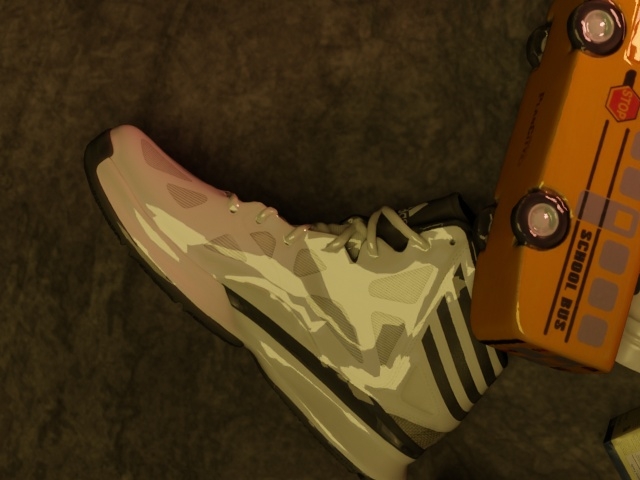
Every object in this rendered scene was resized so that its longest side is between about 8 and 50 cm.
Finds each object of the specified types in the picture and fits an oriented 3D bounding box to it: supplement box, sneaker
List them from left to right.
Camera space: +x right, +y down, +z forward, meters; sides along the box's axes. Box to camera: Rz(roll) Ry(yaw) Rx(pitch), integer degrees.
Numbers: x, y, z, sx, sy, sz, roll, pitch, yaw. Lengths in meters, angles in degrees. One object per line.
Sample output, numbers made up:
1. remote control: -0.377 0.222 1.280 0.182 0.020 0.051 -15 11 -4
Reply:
1. sneaker: 0.000 0.000 1.404 0.447 0.169 0.257 45 100 -4
2. supplement box: 0.317 0.187 1.363 0.083 0.083 0.056 -28 91 18

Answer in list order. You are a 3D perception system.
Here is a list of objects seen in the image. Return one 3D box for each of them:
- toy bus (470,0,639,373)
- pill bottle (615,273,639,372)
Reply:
1. toy bus: 0.229 -0.059 1.285 0.130 0.108 0.332 20 80 -12
2. pill bottle: 0.319 0.027 1.322 0.108 0.108 0.180 27 106 10
